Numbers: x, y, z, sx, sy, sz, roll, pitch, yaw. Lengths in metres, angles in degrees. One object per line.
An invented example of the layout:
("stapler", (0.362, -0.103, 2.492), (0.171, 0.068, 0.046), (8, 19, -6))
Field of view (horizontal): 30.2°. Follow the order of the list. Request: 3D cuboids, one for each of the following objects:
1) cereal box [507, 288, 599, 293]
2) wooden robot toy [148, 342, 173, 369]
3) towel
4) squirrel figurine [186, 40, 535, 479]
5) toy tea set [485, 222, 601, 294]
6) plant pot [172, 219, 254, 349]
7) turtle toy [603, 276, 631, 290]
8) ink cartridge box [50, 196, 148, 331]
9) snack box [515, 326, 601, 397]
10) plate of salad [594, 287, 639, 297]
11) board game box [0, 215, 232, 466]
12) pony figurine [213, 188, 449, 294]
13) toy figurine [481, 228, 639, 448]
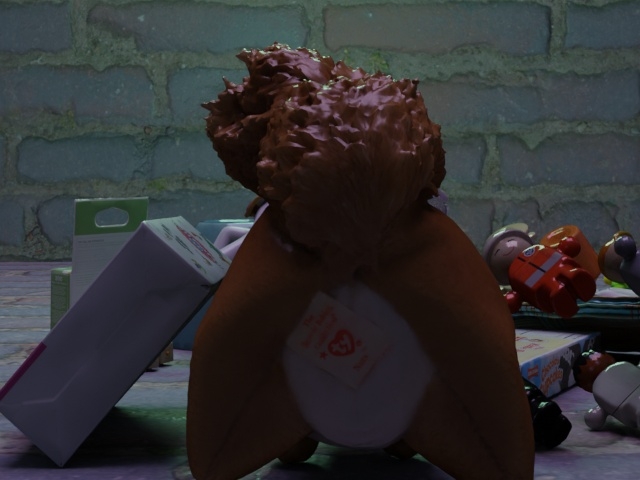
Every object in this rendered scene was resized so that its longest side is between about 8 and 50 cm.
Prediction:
("cereal box", (0.422, 0.121, 2.169), (0.173, 0.047, 0.240), (-1, 4, 13))
("wooden robot toy", (-0.272, 0.141, 1.624), (0.173, 0.079, 0.076), (-4, 4, -41))
("towel", (0.441, 0.123, 1.624), (0.370, 0.040, 0.271), (-1, -17, 31))
("squirrel figurine", (0.034, 0.010, 1.095), (0.281, 0.397, 0.370), (-5, 11, 7))
("toy tea set", (0.353, 0.066, 2.112), (0.200, 0.124, 0.336), (-37, 19, -21))
("plant pot", (-0.132, 0.065, 1.943), (0.290, 0.195, 0.290), (-1, 4, 0))
("turtle toy", (0.617, 0.100, 2.380), (0.130, 0.066, 0.095), (-4, 5, -44))
("ink cartridge box", (-0.362, 0.046, 1.949), (0.056, 0.235, 0.171), (5, 6, 36))
("snack box", (0.219, 0.153, 1.492), (0.187, 0.060, 0.322), (2, 3, 29))
("plate of salad", (0.571, 0.121, 2.083), (0.200, 0.048, 0.200), (10, 5, -1))
("board game box", (-0.201, 0.089, 1.232), (0.097, 0.224, 0.303), (41, 1, -1))
("pony figurine", (0.000, 0.000, 1.742), (0.351, 0.363, 0.303), (26, -25, 17))
("toy figurine", (0.261, 0.093, 1.211), (0.209, 0.213, 0.148), (-3, 18, -24))
